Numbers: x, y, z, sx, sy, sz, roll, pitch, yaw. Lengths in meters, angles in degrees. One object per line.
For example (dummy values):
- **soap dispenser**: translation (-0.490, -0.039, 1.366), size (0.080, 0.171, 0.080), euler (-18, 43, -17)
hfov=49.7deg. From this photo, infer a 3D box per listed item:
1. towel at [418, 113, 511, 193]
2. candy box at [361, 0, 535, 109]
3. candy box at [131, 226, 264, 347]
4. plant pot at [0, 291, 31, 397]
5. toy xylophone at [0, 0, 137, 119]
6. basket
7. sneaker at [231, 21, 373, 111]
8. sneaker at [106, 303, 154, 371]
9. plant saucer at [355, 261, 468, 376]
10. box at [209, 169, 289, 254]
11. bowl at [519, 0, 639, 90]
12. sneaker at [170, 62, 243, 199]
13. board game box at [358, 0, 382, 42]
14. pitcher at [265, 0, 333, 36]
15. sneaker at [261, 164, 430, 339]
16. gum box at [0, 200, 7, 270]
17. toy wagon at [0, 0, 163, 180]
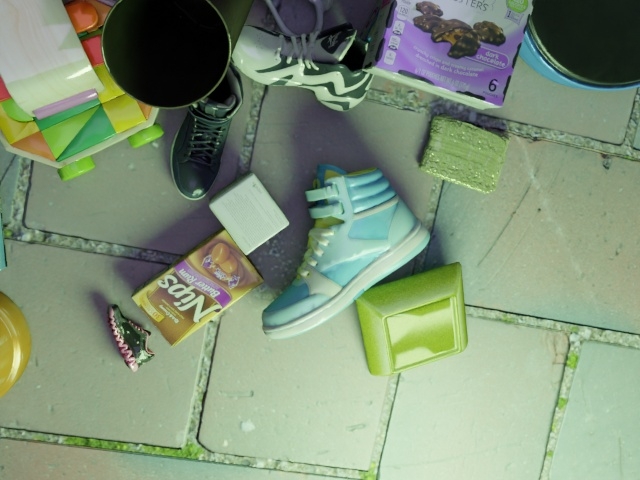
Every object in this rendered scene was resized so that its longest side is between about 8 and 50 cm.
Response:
- **towel**: translation (0.247, -0.147, 1.181), size (0.148, 0.027, 0.110), euler (15, 97, -12)
- **candy box**: translation (0.158, -0.274, 0.817), size (0.165, 0.070, 0.196), euler (15, 97, -11)
- **candy box**: translation (-0.199, 0.075, 1.130), size (0.187, 0.053, 0.109), euler (-36, 103, -1)
- **plant pot**: translation (-0.556, 0.178, 1.017), size (0.205, 0.188, 0.205), euler (-1, 99, -9)
- **toy xylophone**: translation (-0.389, -0.338, 0.951), size (0.236, 0.081, 0.322), euler (-15, 100, -8)
- **basket**: translation (-0.170, -0.316, 0.930), size (0.154, 0.226, 0.204), euler (36, 135, -22)
- **sneaker**: translation (-0.015, -0.287, 1.036), size (0.235, 0.153, 0.094), euler (26, 64, -17)
- **sneaker**: translation (-0.309, 0.153, 1.132), size (0.057, 0.047, 0.119), euler (-25, 106, -20)
- **plant saucer**: translation (0.166, 0.148, 1.170), size (0.189, 0.045, 0.188), euler (-16, 122, -6)
- **box**: translation (-0.116, -0.047, 1.099), size (0.087, 0.101, 0.102), euler (-35, 102, -2)
- **bowl**: translation (0.479, -0.421, 1.085), size (0.392, 0.077, 0.391), euler (-1, 119, -3)
- **sneaker**: translation (-0.176, -0.165, 1.042), size (0.086, 0.163, 0.226), euler (13, 98, -13)
- **board game box**: translation (0.184, -0.410, 0.991), size (0.086, 0.302, 0.308), euler (27, 93, -12)
- **pitcher**: translation (-0.063, -0.414, 1.052), size (0.207, 0.125, 0.177), euler (19, 111, -23)
- **sneaker**: translation (0.000, 0.000, 1.116), size (0.319, 0.127, 0.208), euler (-36, 104, -12)
- **gum box**: translation (-0.588, -0.028, 1.056), size (0.185, 0.041, 0.156), euler (-2, 99, -8)
- **toy wagon**: translation (-0.340, -0.262, 1.047), size (0.345, 0.068, 0.267), euler (-26, 102, -4)
